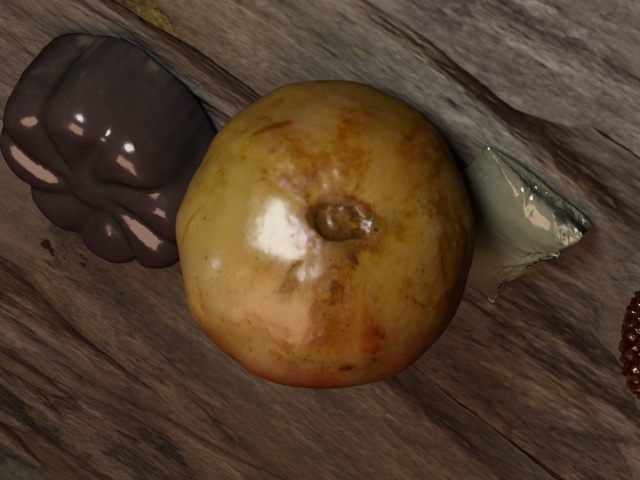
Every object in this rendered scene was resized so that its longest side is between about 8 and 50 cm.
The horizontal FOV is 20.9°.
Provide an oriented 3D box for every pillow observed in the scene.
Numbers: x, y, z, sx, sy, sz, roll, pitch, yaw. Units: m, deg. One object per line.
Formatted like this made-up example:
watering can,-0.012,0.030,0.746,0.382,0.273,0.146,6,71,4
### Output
pillow,0.190,-0.015,1.944,0.148,0.050,0.229,47,147,0

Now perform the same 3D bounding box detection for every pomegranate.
pomegranate,0.000,0.000,1.876,0.338,0.338,0.338,25,148,18

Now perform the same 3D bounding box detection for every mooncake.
mooncake,-0.257,-0.107,2.165,0.306,0.154,0.306,23,147,16

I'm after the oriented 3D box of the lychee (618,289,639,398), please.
lychee,0.392,0.101,1.780,0.188,0.188,0.188,25,148,18
